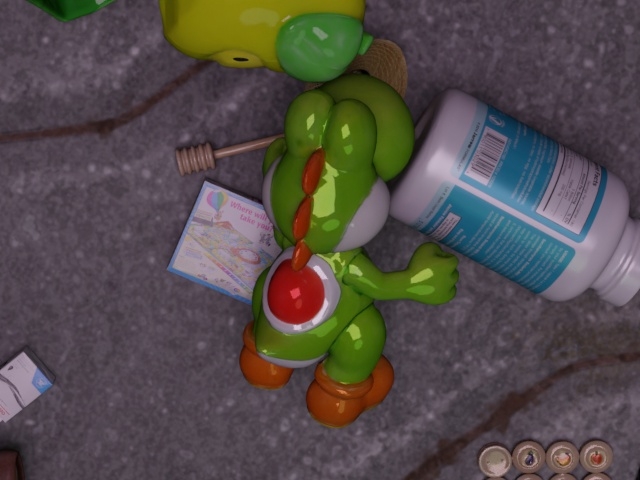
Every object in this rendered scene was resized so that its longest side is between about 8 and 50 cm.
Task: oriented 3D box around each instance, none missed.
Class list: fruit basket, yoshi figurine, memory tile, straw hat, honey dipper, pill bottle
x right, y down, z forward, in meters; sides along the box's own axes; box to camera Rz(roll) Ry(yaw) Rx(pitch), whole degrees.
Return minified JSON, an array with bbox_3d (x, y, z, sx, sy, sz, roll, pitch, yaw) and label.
[{"bbox_3d":[-0.140,-0.268,1.616,0.283,0.392,0.392,-28,101,4],"label":"fruit basket"},{"bbox_3d":[0.021,-0.011,1.705,0.203,0.203,0.362,-6,133,-13],"label":"yoshi figurine"},{"bbox_3d":[0.244,0.269,1.920,0.148,0.012,0.113,-2,102,-1],"label":"memory tile"},{"bbox_3d":[0.017,-0.148,1.798,0.061,0.144,0.144,30,103,36],"label":"straw hat"},{"bbox_3d":[-0.068,-0.098,1.825,0.160,0.030,0.030,-13,102,0],"label":"honey dipper"},{"bbox_3d":[0.207,-0.033,1.787,0.264,0.146,0.146,28,100,-7],"label":"pill bottle"}]

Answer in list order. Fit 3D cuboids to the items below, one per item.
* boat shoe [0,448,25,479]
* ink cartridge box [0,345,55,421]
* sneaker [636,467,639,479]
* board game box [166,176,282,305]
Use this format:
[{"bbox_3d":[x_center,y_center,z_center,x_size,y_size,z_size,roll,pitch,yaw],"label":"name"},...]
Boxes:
[{"bbox_3d":[-0.312,0.382,1.876,0.123,0.123,0.342,-15,96,3],"label":"boat shoe"},{"bbox_3d":[-0.327,0.156,1.871,0.083,0.028,0.048,-39,100,7],"label":"ink cartridge box"},{"bbox_3d":[0.396,0.220,1.899,0.071,0.068,0.170,16,110,-20],"label":"sneaker"},{"bbox_3d":[-0.069,0.012,1.849,0.154,0.026,0.103,23,101,-6],"label":"board game box"}]
